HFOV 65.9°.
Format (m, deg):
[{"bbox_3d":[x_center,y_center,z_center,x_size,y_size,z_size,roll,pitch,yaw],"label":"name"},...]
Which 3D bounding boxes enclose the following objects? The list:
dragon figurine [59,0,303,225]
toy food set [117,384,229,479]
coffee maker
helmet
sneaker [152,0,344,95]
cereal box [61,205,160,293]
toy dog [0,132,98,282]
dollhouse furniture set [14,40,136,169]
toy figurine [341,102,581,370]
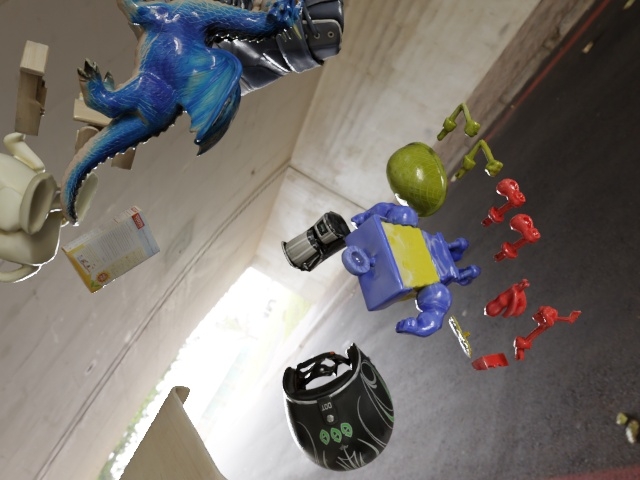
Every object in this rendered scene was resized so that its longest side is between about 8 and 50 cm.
[{"bbox_3d":[-0.115,-0.128,0.425,0.085,0.144,0.289,-178,111,-78],"label":"dragon figurine"},{"bbox_3d":[-0.220,0.396,0.768,0.306,0.092,0.219,25,84,55],"label":"toy food set"},{"bbox_3d":[0.000,0.000,1.444,0.178,0.120,0.171,-34,-1,22],"label":"coffee maker"},{"bbox_3d":[0.029,0.249,0.720,0.169,0.161,0.169,-20,20,8],"label":"helmet"},{"bbox_3d":[-0.066,-0.252,0.509,0.226,0.163,0.086,38,-133,-61],"label":"sneaker"},{"bbox_3d":[-0.615,0.026,1.470,0.240,0.047,0.173,-37,-42,-29],"label":"cereal box"},{"bbox_3d":[-0.888,-0.123,1.346,0.284,0.408,0.395,-59,-6,-70],"label":"toy dog"},{"bbox_3d":[-0.516,-0.301,1.077,0.161,0.242,0.212,-57,38,37],"label":"dollhouse furniture set"},{"bbox_3d":[0.121,-0.010,0.630,0.191,0.217,0.362,-46,53,50],"label":"toy figurine"}]
